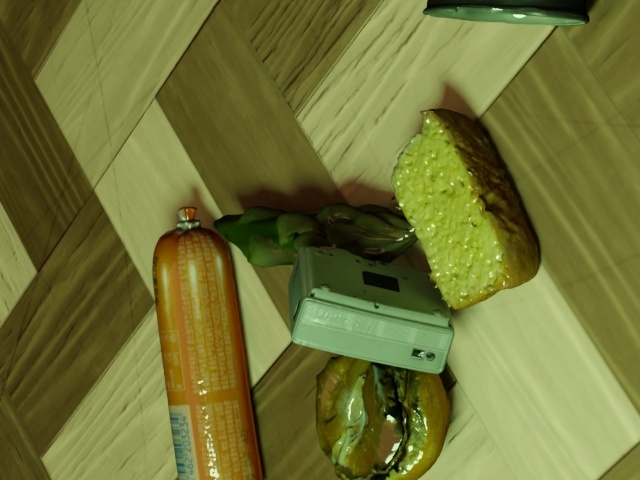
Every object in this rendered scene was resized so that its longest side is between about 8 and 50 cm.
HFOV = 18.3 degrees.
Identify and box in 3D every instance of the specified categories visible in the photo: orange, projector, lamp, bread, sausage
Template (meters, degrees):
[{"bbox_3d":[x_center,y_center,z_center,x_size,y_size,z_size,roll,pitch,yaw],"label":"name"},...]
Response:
[{"bbox_3d":[0.066,0.169,1.921,0.160,0.112,0.170,-34,39,51],"label":"orange"},{"bbox_3d":[0.048,0.061,1.870,0.115,0.147,0.061,-97,22,-65],"label":"projector"},{"bbox_3d":[0.174,-0.304,1.717,0.172,0.147,0.227,6,94,34],"label":"lamp"},{"bbox_3d":[0.133,-0.028,1.850,0.103,0.065,0.187,-46,65,43],"label":"bread"},{"bbox_3d":[-0.128,0.119,2.142,0.093,0.093,0.312,-7,91,48],"label":"sausage"}]

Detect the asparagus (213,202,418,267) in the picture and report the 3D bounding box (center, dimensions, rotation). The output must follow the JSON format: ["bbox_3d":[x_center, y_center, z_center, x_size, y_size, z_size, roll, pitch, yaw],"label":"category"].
[{"bbox_3d":[0.000,0.000,1.994,0.287,0.080,0.080,-6,92,47],"label":"asparagus"}]
